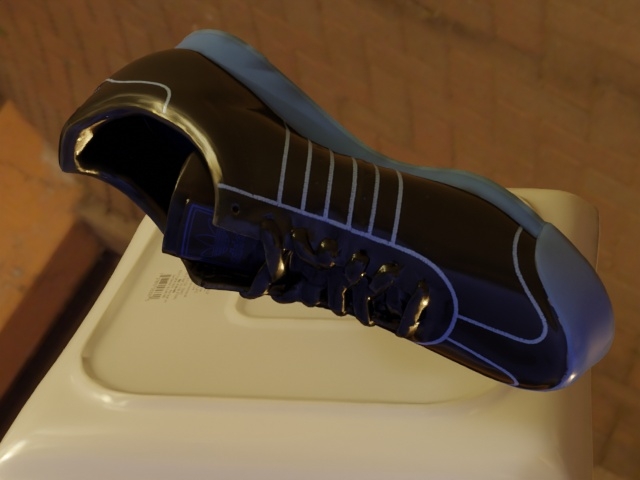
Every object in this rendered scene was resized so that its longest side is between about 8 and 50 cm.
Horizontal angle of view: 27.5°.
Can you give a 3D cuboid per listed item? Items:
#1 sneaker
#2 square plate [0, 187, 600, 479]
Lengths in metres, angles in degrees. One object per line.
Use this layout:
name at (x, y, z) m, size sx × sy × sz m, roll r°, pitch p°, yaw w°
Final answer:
sneaker at (0.000, 0.000, 0.524) m, size 0.232 × 0.090 × 0.081 m, roll 32°, pitch 135°, yaw 20°
square plate at (0.001, 0.046, 0.835) m, size 0.344 × 0.347 × 0.049 m, roll 1°, pitch 119°, yaw 12°
